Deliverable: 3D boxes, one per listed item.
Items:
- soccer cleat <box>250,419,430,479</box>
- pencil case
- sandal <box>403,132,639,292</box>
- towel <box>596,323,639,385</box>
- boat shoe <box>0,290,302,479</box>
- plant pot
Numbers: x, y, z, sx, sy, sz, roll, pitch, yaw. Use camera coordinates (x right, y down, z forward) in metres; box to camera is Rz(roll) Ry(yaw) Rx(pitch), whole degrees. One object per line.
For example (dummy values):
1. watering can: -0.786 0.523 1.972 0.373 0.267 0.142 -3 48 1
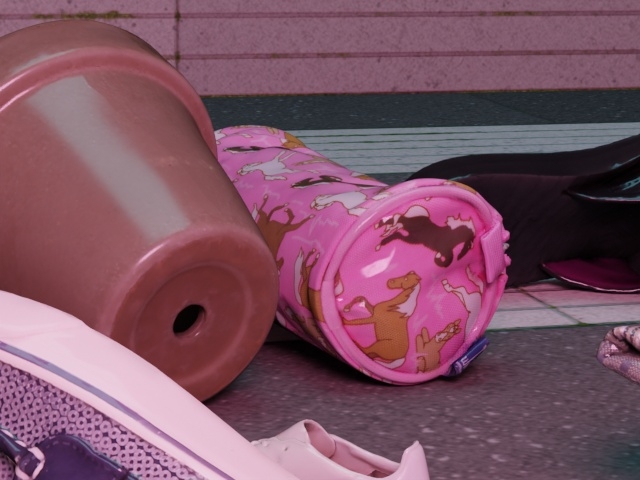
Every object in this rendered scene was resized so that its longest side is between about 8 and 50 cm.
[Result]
1. soccer cleat: -0.029 0.133 1.063 0.196 0.076 0.068 5 12 21
2. pencil case: 0.000 0.000 1.547 0.167 0.160 0.386 33 -5 -27
3. sandal: 0.276 -0.010 1.720 0.446 0.167 0.107 -11 39 -18
4. towel: 0.366 0.101 1.090 0.324 0.056 0.312 24 14 39
5. boat shoe: -0.089 0.137 0.691 0.341 0.127 0.158 25 38 21
6. plant pot: -0.147 0.004 1.370 0.263 0.263 0.229 -8 31 -37
